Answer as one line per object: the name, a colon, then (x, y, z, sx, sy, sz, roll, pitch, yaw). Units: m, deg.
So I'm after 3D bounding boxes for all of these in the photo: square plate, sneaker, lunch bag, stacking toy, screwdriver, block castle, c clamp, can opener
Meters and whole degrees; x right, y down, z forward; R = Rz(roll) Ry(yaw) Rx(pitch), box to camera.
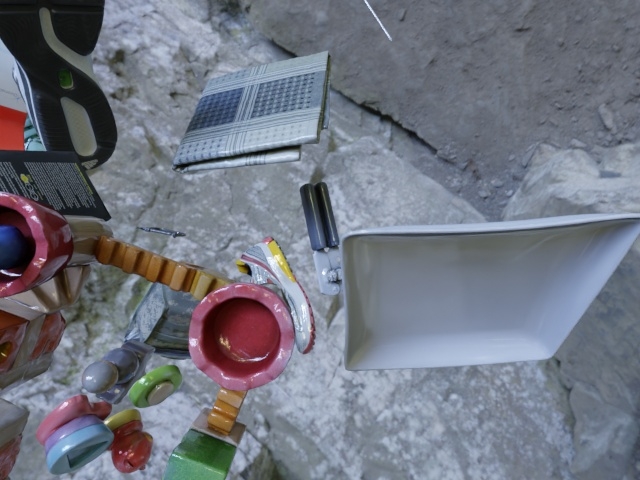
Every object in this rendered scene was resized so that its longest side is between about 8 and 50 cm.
square plate: (0.201, 0.082, 0.640, 0.343, 0.049, 0.347, -3, 139, 1)
sneaker: (-0.756, -0.270, 1.197, 0.151, 0.094, 0.256, 21, 145, 50)
lunch bag: (-0.370, 0.230, 1.234, 0.287, 0.235, 0.169, -50, 40, 30)
stacking toy: (-0.446, 0.423, 1.050, 0.130, 0.279, 0.309, 47, 178, 26)
screwdriver: (0.088, -0.432, 0.832, 0.170, 0.024, 0.025, 59, 150, 16)
block castle: (-0.228, 0.207, 0.411, 0.303, 0.453, 0.213, 21, -178, 1)
sneaker: (-0.494, -0.366, 0.788, 0.257, 0.169, 0.448, 36, 132, 33)
sneaker: (-0.076, 0.103, 0.797, 0.225, 0.092, 0.088, 57, 165, 30)
c clamp: (-0.585, -0.030, 1.690, 0.160, 0.022, 0.137, 11, -176, -4)
can opener: (0.000, 0.000, 1.107, 0.093, 0.074, 0.281, -6, 95, 59)

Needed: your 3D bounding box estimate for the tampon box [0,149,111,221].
tampon box: (-0.357, -0.032, 0.522, 0.120, 0.161, 0.101, -30, 90, 17)

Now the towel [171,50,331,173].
towel: (-0.131, -0.274, 0.976, 0.324, 0.312, 0.056, -7, 140, 17)

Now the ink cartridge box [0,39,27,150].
ink cartridge box: (-0.793, -0.363, 0.981, 0.091, 0.308, 0.385, -33, 64, 31)
